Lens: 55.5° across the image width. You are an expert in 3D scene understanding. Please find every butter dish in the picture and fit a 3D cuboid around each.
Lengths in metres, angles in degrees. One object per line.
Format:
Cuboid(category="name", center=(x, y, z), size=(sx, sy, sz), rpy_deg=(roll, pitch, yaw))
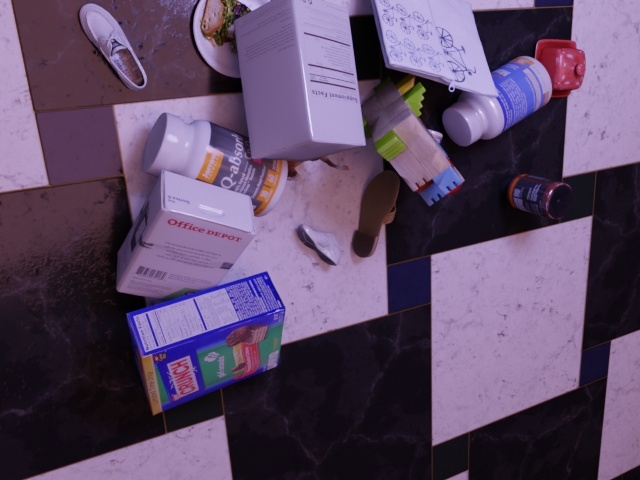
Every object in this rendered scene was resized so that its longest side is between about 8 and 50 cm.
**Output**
Cuboid(category="butter dish", center=(0.689, -0.481, 1.709), size=(0.160, 0.118, 0.159), rpy_deg=(-7, 108, -26))

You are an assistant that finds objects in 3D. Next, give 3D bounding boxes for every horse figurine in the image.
Cuboid(category="horse figurine", center=(-0.014, -0.263, 1.402), size=(0.066, 0.175, 0.263), rpy_deg=(-11, 105, -51))

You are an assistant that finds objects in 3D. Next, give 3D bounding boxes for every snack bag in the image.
Cuboid(category="snack bag", center=(0.266, -0.488, 1.422), size=(0.343, 0.037, 0.323), rpy_deg=(8, 60, -29))

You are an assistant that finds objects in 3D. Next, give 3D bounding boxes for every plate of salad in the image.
Cuboid(category="plate of salad", center=(-0.173, -0.453, 1.310), size=(0.200, 0.048, 0.199), rpy_deg=(-8, 107, -26))

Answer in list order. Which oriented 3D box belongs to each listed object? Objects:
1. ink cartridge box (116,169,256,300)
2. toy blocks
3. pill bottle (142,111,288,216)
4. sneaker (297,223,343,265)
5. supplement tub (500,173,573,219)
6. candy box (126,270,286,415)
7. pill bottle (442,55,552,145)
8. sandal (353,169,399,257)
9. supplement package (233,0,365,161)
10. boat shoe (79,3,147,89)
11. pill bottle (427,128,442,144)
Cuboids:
Cuboid(category="ink cartridge box", center=(-0.285, 0.005, 1.271), size=(0.198, 0.114, 0.273), rpy_deg=(15, 133, -30))
Cuboid(category="toy blocks", center=(0.221, -0.204, 1.398), size=(0.191, 0.381, 0.261), rpy_deg=(-36, 113, 15))
Cuboid(category="pill bottle", center=(-0.223, -0.162, 1.303), size=(0.278, 0.162, 0.162), rpy_deg=(18, 96, -31))
Cuboid(category="sneaker", center=(0.000, 0.000, 1.537), size=(0.152, 0.054, 0.061), rpy_deg=(43, 68, -33))
Cuboid(category="supplement tub", center=(0.604, -0.130, 1.721), size=(0.106, 0.198, 0.106), rpy_deg=(-8, 109, -25))
Cuboid(category="candy box", center=(-0.251, 0.230, 1.364), size=(0.317, 0.122, 0.268), rpy_deg=(-16, 145, -21))
Cuboid(category="pill bottle", center=(0.460, -0.361, 1.606), size=(0.272, 0.152, 0.152), rpy_deg=(-32, 117, -16))
Cuboid(category="sandal", center=(0.155, -0.070, 1.592), size=(0.079, 0.088, 0.240), rpy_deg=(-6, 118, -59))
Cuboid(category="supplement package", center=(-0.042, -0.323, 1.254), size=(0.175, 0.178, 0.292), rpy_deg=(-6, 88, -49))
Cuboid(category="boat shoe", center=(-0.405, -0.378, 1.201), size=(0.066, 0.063, 0.184), rpy_deg=(-32, 117, -16))
Cuboid(category="pill bottle", center=(0.271, -0.229, 1.595), size=(0.067, 0.067, 0.120), rpy_deg=(13, 99, -30))
